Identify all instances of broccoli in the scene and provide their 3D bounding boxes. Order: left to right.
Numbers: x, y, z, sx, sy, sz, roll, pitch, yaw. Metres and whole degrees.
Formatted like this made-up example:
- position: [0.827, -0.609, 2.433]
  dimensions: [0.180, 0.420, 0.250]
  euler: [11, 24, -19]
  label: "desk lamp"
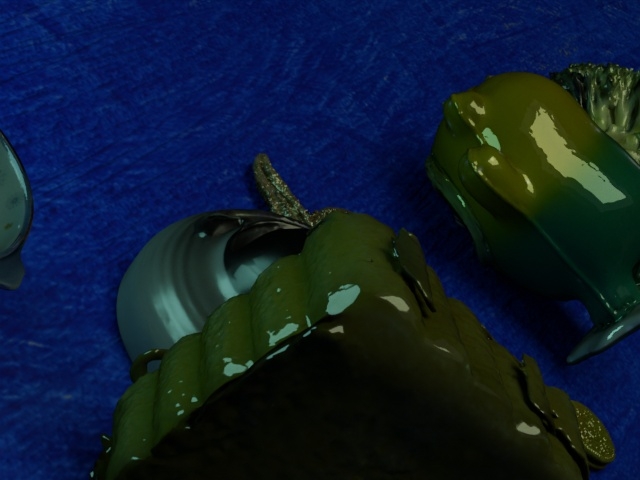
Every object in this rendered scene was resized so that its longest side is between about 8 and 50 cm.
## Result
- position: [0.404, -0.082, 2.406]
  dimensions: [0.252, 0.221, 0.361]
  euler: [32, 40, -14]
  label: "broccoli"

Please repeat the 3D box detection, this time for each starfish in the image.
- position: [-0.001, 0.001, 1.833]
  dimensions: [0.227, 0.043, 0.240]
  euler: [8, 42, -55]
  label: "starfish"

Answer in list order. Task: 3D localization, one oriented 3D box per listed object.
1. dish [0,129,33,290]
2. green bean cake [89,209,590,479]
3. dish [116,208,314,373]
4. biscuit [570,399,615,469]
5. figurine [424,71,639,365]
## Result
- position: [-0.331, -0.043, 1.350]
  dimensions: [0.228, 0.086, 0.236]
  euler: [13, 42, -48]
  label: "dish"
- position: [0.012, 0.150, 1.362]
  dimensions: [0.285, 0.310, 0.202]
  euler: [47, 18, -25]
  label: "green bean cake"
- position: [-0.023, 0.048, 1.547]
  dimensions: [0.273, 0.134, 0.273]
  euler: [20, 36, -15]
  label: "dish"
- position: [0.290, 0.214, 1.994]
  dimensions: [0.084, 0.023, 0.084]
  euler: [36, 26, -21]
  label: "biscuit"
- position: [0.273, -0.047, 2.106]
  dimensions: [0.340, 0.231, 0.323]
  euler: [53, 26, 0]
  label: "figurine"
